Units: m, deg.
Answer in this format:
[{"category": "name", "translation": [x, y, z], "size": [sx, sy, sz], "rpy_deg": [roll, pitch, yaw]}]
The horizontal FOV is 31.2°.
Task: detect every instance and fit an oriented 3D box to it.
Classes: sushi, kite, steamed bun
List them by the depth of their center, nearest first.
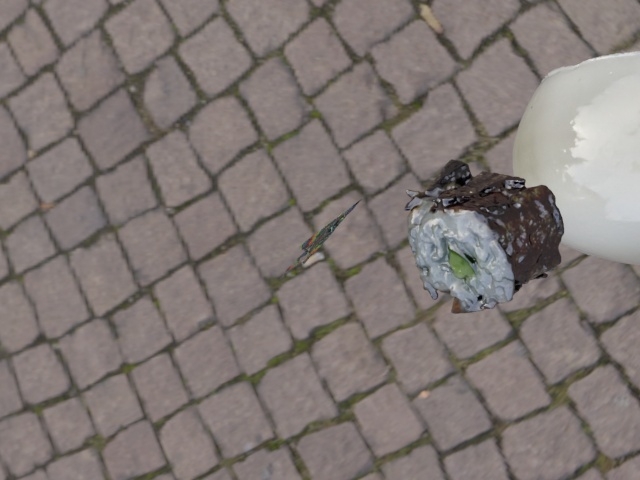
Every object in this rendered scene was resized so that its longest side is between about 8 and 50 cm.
[{"category": "sushi", "translation": [0.118, -0.005, 0.836], "size": [0.094, 0.084, 0.098], "rpy_deg": [-2, 112, 48]}, {"category": "kite", "translation": [0.000, 0.000, 0.884], "size": [0.090, 0.122, 0.004], "rpy_deg": [-43, 85, -10]}, {"category": "steamed bun", "translation": [0.370, -0.076, 1.261], "size": [0.324, 0.324, 0.206], "rpy_deg": [-1, 82, 23]}]
